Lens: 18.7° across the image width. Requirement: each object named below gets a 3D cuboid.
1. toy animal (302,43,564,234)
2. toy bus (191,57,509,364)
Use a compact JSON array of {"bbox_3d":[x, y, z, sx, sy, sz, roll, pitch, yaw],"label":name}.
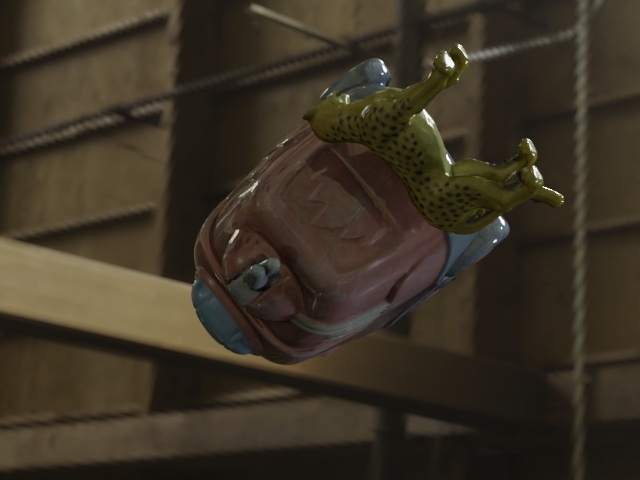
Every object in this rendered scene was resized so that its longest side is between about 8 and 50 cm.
[{"bbox_3d":[0.090,-0.064,1.530,0.136,0.181,0.073,-33,-161,24],"label":"toy animal"},{"bbox_3d":[0.000,0.000,1.691,0.197,0.232,0.294,53,-24,3],"label":"toy bus"}]
